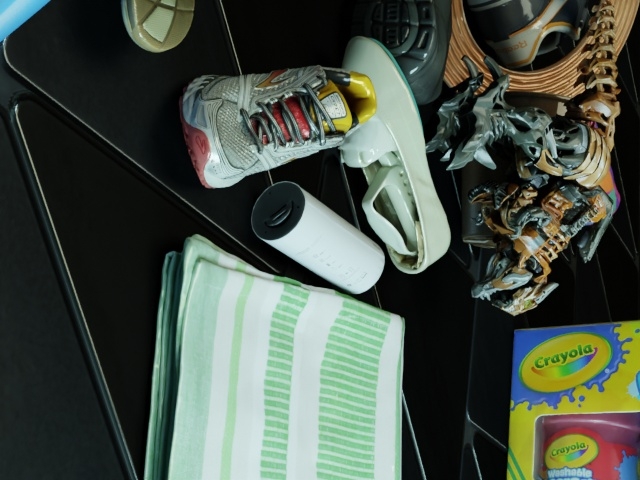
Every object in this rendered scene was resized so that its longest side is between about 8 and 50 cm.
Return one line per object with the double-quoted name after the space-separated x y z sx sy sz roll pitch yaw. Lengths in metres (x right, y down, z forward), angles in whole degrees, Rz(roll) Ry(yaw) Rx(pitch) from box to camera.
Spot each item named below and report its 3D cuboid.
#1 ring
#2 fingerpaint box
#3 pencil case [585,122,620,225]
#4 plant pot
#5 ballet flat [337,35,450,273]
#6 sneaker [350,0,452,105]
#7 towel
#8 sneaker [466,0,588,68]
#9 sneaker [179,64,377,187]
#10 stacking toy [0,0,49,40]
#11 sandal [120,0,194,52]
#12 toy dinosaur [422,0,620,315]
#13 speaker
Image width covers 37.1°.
0.257 -0.317 1.165 0.336 0.032 0.337 -9 111 -24 "ring"
0.449 0.282 1.109 0.163 0.445 0.371 37 54 -48 "fingerpaint box"
0.359 -0.132 1.390 0.236 0.104 0.104 59 39 -29 "pencil case"
0.235 -0.075 1.131 0.167 0.167 0.165 15 79 -56 "plant pot"
0.064 -0.073 0.929 0.086 0.086 0.248 -56 130 -47 "ballet flat"
0.093 -0.276 1.011 0.130 0.109 0.286 41 53 -61 "sneaker"
-0.019 0.148 0.781 0.325 0.038 0.248 23 65 -54 "towel"
0.308 -0.337 1.327 0.321 0.126 0.127 -39 112 -42 "sneaker"
-0.031 -0.104 0.765 0.225 0.092 0.088 -34 112 -55 "sneaker"
-0.234 -0.240 0.450 0.302 0.165 0.175 41 50 -27 "stacking toy"
-0.130 -0.205 0.679 0.072 0.049 0.180 33 41 -57 "sandal"
0.225 -0.090 1.009 0.218 0.164 0.322 22 73 -13 "toy dinosaur"
0.000 0.000 0.825 0.136 0.055 0.055 34 56 -49 "speaker"
